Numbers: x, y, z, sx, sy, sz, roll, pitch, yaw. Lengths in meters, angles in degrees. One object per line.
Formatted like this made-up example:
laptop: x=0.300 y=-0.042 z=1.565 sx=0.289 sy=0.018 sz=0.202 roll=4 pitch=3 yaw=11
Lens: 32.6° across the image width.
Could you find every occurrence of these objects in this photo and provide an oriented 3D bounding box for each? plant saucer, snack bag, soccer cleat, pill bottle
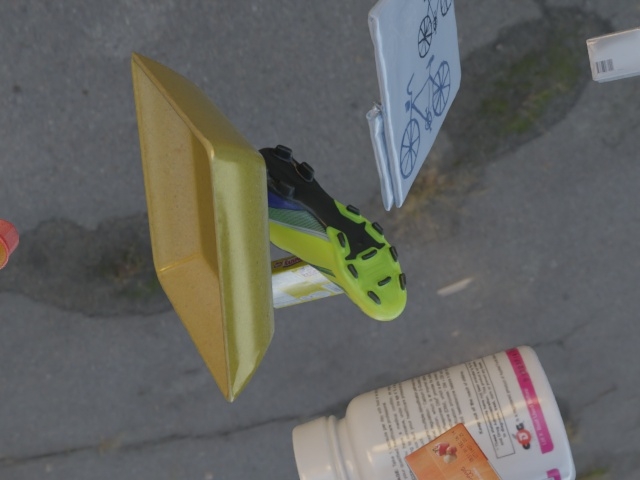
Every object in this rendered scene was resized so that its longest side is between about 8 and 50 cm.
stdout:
plant saucer: x=-0.136 y=-0.030 z=1.326 sx=0.081 sy=0.333 sz=0.333 roll=-12 pitch=121 yaw=-19
snack bag: x=0.136 y=-0.269 z=1.602 sx=0.037 sy=0.323 sz=0.342 roll=10 pitch=137 yaw=22
soccer cleat: x=0.000 y=-0.001 z=1.449 sx=0.093 sy=0.289 sz=0.121 roll=-37 pitch=169 yaw=-37
pill bottle: x=0.122 y=0.230 z=1.215 sx=0.283 sy=0.160 sz=0.160 roll=-17 pitch=146 yaw=4

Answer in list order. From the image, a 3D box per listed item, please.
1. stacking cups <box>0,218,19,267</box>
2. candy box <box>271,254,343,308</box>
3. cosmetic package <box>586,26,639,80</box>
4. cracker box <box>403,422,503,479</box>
stacking cups: x=-0.564 y=0.059 z=1.702 sx=0.096 sy=0.316 sz=0.096 roll=2 pitch=114 yaw=5
candy box: x=-0.028 y=0.057 z=1.627 sx=0.206 sy=0.027 sz=0.105 roll=-15 pitch=144 yaw=40
cosmetic package: x=0.477 y=-0.261 z=1.439 sx=0.239 sy=0.060 sz=0.099 roll=-10 pitch=-179 yaw=19
cracker box: x=0.169 y=0.292 z=0.989 sx=0.067 sy=0.156 sz=0.232 roll=-32 pitch=132 yaw=-2
